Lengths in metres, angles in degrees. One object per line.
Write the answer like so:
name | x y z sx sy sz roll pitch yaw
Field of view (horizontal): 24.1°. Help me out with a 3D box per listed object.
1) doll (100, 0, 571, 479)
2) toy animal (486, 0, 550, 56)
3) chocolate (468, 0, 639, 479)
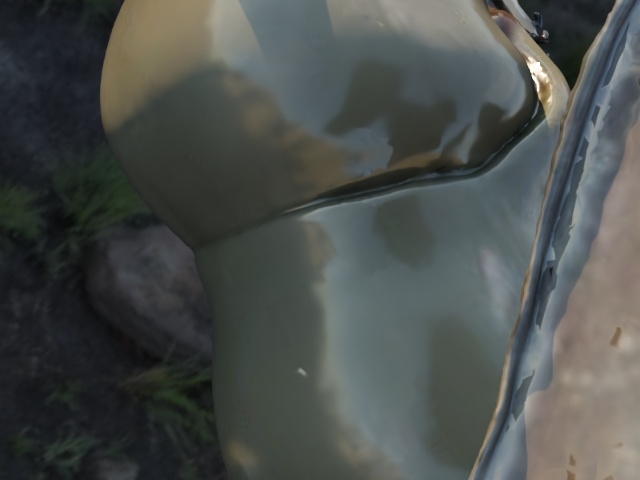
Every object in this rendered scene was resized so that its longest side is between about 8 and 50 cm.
doll | 0.028 0.009 0.722 0.226 0.215 0.370 -13 90 -22
toy animal | 0.046 -0.185 1.428 0.183 0.310 0.247 61 23 -5
chocolate | 0.139 0.034 0.436 0.080 0.157 0.254 24 84 -62
